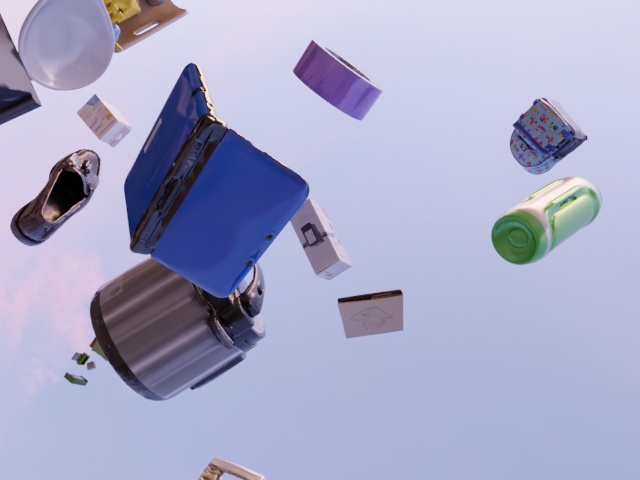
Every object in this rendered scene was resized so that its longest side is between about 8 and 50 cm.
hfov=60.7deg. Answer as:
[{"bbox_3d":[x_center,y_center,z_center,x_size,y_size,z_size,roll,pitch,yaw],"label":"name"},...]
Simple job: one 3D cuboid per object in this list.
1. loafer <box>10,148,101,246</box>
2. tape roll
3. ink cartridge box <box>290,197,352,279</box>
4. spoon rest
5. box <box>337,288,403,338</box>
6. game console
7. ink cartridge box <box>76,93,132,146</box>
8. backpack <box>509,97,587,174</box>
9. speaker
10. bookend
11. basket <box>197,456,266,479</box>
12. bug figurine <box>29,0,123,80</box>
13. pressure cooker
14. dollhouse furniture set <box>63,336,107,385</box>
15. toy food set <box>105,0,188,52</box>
[{"bbox_3d":[-0.552,-0.108,1.201,0.095,0.109,0.303,-23,-147,30],"label":"loafer"},{"bbox_3d":[0.038,-0.345,1.174,0.080,0.189,0.189,-52,-135,20],"label":"tape roll"},{"bbox_3d":[0.000,0.000,1.150,0.063,0.109,0.151,-29,-106,11],"label":"ink cartridge box"},{"bbox_3d":[-0.351,-0.332,0.749,0.137,0.276,0.084,-22,-129,-38],"label":"spoon rest"},{"bbox_3d":[0.135,0.196,1.431,0.164,0.201,0.021,-9,-125,3],"label":"box"},{"bbox_3d":[-0.188,-0.091,0.908,0.293,0.173,0.250,-49,-135,31],"label":"game console"},{"bbox_3d":[-0.693,-0.383,1.769,0.092,0.090,0.143,-43,-99,6],"label":"ink cartridge box"},{"bbox_3d":[0.566,-0.263,1.419,0.173,0.116,0.158,-47,-122,37],"label":"backpack"},{"bbox_3d":[0.499,-0.049,1.193,0.296,0.131,0.131,-25,-142,-37],"label":"speaker"},{"bbox_3d":[-0.399,-0.208,0.572,0.072,0.157,0.156,-21,-173,8],"label":"bookend"},{"bbox_3d":[-0.148,0.466,0.900,0.113,0.167,0.103,6,-150,30],"label":"basket"},{"bbox_3d":[-0.485,-0.362,0.914,0.279,0.216,0.072,-31,-141,0],"label":"bug figurine"},{"bbox_3d":[-0.341,0.182,1.467,0.420,0.375,0.370,-32,-109,-1],"label":"pressure cooker"},{"bbox_3d":[-0.632,0.320,1.500,0.076,0.058,0.152,27,-102,26],"label":"dollhouse furniture set"},{"bbox_3d":[-0.428,-0.579,1.138,0.092,0.306,0.220,8,-135,43],"label":"toy food set"}]
